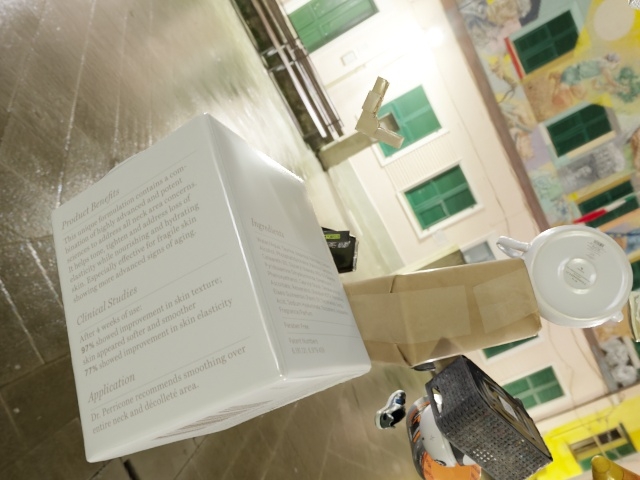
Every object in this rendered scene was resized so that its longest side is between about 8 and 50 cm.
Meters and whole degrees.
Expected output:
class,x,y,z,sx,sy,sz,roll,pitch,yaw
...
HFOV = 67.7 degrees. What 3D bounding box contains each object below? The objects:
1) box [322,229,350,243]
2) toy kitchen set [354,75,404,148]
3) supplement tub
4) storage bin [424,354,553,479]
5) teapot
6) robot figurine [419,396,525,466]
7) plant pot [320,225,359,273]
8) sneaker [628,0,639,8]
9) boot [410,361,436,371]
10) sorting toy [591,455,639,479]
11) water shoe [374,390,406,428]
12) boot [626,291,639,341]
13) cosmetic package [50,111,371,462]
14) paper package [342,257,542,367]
class,x,y,z,sx,sy,sz,roll,pitch,yaw
box,0.000,0.000,1.540,0.191,0.184,0.045,81,8,-84
toy kitchen set,0.104,-0.193,0.727,0.075,0.083,0.068,26,16,6
supplement tub,0.387,0.643,1.516,0.207,0.207,0.338,63,5,0
storage bin,0.264,0.285,0.757,0.180,0.084,0.122,40,17,-14
teapot,0.581,0.087,1.139,0.187,0.252,0.256,45,33,-77
robot figurine,0.401,0.494,1.252,0.174,0.278,0.209,-75,143,-62
plant pot,0.055,0.045,1.804,0.187,0.166,0.188,21,74,-79
sneaker,0.832,-0.679,1.109,0.256,0.094,0.151,154,-54,-78
boot,0.332,0.379,1.869,0.338,0.118,0.223,-162,-116,-78
sorting toy,0.487,0.442,0.681,0.126,0.127,0.365,52,12,-10
water shoe,0.264,0.587,1.638,0.203,0.080,0.073,-25,106,-51
boot,1.370,0.314,1.974,0.077,0.165,0.213,46,47,-58
cosmetic package,-0.170,0.085,0.783,0.327,0.329,0.394,26,41,-63
paper package,0.226,0.148,1.021,0.309,0.324,0.168,-21,-104,63
